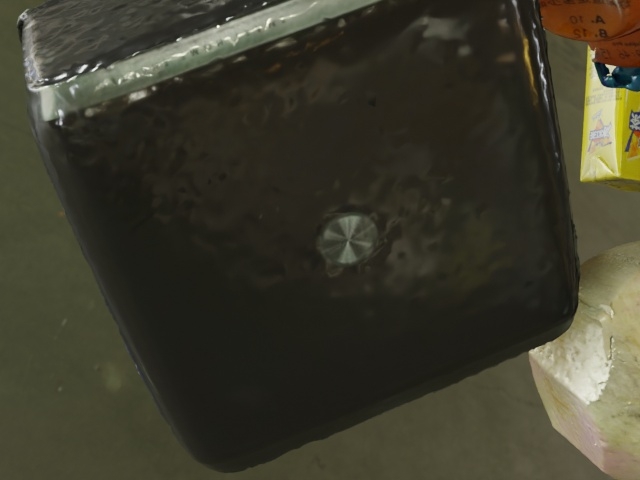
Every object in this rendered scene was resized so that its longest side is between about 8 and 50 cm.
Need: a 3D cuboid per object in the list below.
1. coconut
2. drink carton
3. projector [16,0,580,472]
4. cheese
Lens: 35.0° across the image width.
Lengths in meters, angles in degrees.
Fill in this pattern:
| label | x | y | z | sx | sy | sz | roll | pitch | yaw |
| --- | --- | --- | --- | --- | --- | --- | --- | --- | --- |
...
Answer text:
| label | x | y | z | sx | sy | sz | roll | pitch | yaw |
| --- | --- | --- | --- | --- | --- | --- | --- | --- | --- |
| coconut | 0.471 | 0.173 | 1.460 | 0.353 | 0.352 | 0.352 | 24 | 34 | -18 |
| drink carton | 0.623 | -0.283 | 2.058 | 0.155 | 0.111 | 0.351 | 8 | 84 | -33 |
| projector | -0.008 | -0.055 | 0.886 | 0.395 | 0.405 | 0.242 | -23 | 34 | -6 |
| cheese | 0.304 | -0.262 | 1.065 | 0.329 | 0.217 | 0.129 | 45 | 61 | -46 |
